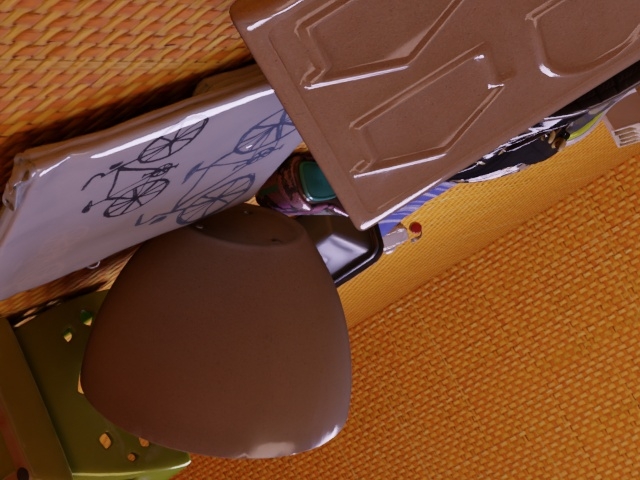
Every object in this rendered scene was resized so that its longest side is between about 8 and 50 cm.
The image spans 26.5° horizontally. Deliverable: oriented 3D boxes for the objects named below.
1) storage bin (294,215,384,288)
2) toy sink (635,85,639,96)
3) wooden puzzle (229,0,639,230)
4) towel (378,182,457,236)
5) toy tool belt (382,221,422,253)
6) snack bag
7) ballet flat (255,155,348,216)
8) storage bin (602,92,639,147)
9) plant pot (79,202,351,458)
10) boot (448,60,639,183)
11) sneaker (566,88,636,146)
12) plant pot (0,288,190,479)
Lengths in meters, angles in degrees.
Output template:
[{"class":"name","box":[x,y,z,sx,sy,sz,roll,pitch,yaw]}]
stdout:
[{"class":"storage bin","box":[0.000,0.000,1.794,0.135,0.098,0.091,-33,143,29]},{"class":"toy sink","box":[0.366,-0.228,1.390,0.131,0.153,0.234,-32,172,24]},{"class":"wooden puzzle","box":[0.114,-0.172,0.942,0.322,0.080,0.348,-32,154,1]},{"class":"towel","box":[0.175,-0.085,2.002,0.336,0.040,0.243,-33,172,22]},{"class":"toy tool belt","box":[0.123,-0.014,2.249,0.083,0.052,0.051,-25,-158,-8]},{"class":"snack bag","box":[-0.142,-0.054,1.141,0.342,0.037,0.323,-25,170,-31]},{"class":"ballet flat","box":[-0.002,-0.057,1.506,0.079,0.077,0.221,-13,176,29]},{"class":"storage bin","box":[0.484,-0.241,1.811,0.260,0.123,0.262,-30,172,12]},{"class":"plant pot","box":[-0.093,0.069,1.392,0.284,0.284,0.191,-18,124,-53]},{"class":"boot","box":[0.204,-0.152,1.349,0.377,0.138,0.284,-28,171,20]},{"class":"sneaker","box":[0.337,-0.214,1.619,0.300,0.111,0.121,-32,158,-4]},{"class":"plant pot","box":[-0.317,0.205,1.497,0.227,0.228,0.207,-34,165,32]}]
